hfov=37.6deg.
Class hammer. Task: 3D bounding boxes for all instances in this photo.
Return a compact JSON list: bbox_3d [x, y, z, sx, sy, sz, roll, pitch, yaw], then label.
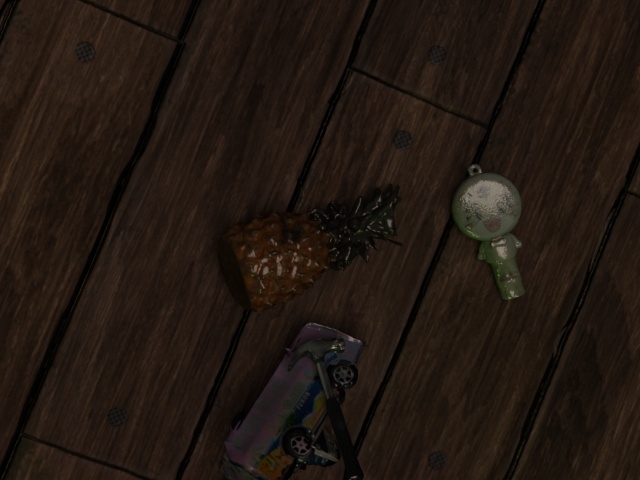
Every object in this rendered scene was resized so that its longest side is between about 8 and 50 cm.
[{"bbox_3d":[0.017,0.272,1.517,0.103,0.029,0.246,-7,59,-16],"label":"hammer"}]

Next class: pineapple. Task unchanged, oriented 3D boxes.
[{"bbox_3d":[0.000,0.000,1.623,0.341,0.169,0.169,-22,95,-17],"label":"pineapple"}]

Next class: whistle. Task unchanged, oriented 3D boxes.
[{"bbox_3d":[0.314,-0.017,1.700,0.126,0.067,0.257,-19,99,6],"label":"whistle"}]

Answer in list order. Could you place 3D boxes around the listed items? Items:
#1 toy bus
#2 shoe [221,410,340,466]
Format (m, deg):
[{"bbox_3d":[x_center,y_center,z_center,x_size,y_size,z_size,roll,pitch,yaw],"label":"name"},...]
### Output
[{"bbox_3d":[-0.043,0.281,1.579,0.138,0.112,0.317,30,54,5],"label":"toy bus"},{"bbox_3d":[-0.066,0.368,1.656,0.207,0.091,0.106,10,111,-12],"label":"shoe"}]
